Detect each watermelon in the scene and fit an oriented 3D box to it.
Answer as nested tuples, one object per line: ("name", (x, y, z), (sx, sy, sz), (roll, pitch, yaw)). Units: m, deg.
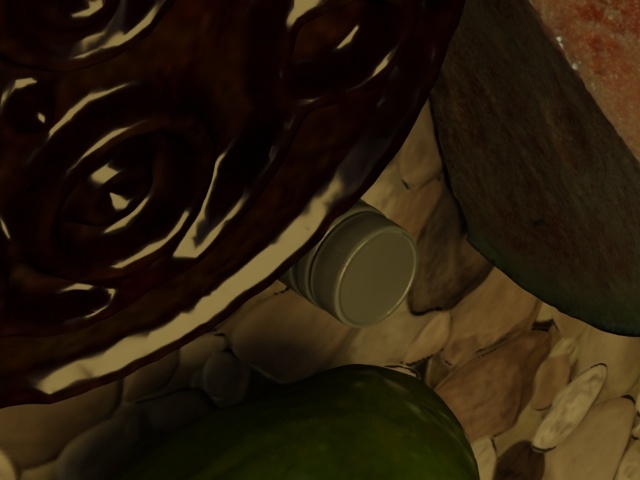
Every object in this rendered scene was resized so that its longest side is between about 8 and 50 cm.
("watermelon", (0.175, -0.107, 0.895), (0.283, 0.250, 0.292), (-58, 142, -6))

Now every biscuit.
("biscuit", (-0.097, -0.083, 0.705), (0.407, 0.091, 0.407), (-26, 141, -24))

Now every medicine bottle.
("medicine bottle", (0.000, 0.000, 0.906), (0.058, 0.091, 0.058), (-24, 129, -32))

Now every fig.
("fig", (-0.046, 0.205, 0.941), (0.314, 0.233, 0.233), (-30, 140, 12))
